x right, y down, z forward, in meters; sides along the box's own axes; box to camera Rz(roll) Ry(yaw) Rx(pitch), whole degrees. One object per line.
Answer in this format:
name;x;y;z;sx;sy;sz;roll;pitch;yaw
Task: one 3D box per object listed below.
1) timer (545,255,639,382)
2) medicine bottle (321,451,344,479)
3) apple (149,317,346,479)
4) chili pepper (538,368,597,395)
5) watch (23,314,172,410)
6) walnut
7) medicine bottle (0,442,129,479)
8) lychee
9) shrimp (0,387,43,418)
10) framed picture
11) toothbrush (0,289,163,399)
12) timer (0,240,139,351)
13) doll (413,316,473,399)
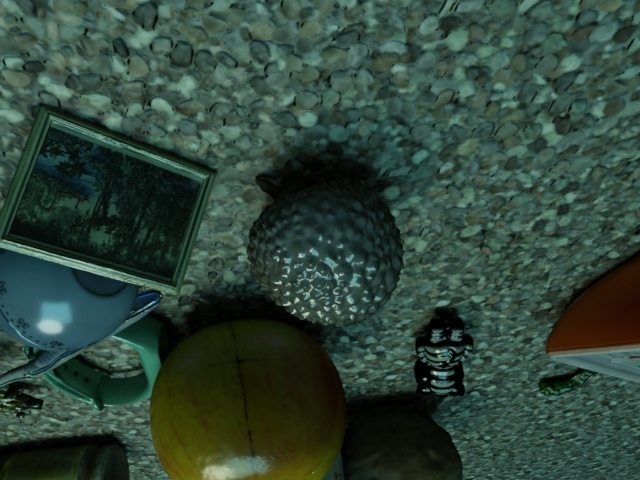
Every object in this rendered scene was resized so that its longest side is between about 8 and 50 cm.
timer;0.503;0.139;0.823;0.257;0.161;0.250;17;143;-25
medicine bottle;-0.049;0.446;0.995;0.190;0.332;0.190;-4;145;-3
apple;-0.099;0.246;0.803;0.286;0.233;0.286;-14;144;-10
chili pepper;0.473;0.267;1.061;0.118;0.035;0.055;-30;151;32
watch;-0.322;0.179;0.846;0.195;0.068;0.237;-1;139;-3
walnut;0.152;0.440;1.083;0.248;0.248;0.248;-3;140;-3
medicine bottle;-0.567;0.500;1.134;0.323;0.151;0.151;-7;140;3
lychee;0.000;0.000;0.611;0.165;0.197;0.165;-30;174;-4
shrimp;-0.556;0.229;0.898;0.217;0.051;0.150;16;129;-18
framed picture;-0.206;-0.036;0.561;0.183;0.142;0.011;20;169;-27
toothbrush;-0.354;0.152;0.754;0.413;0.035;0.042;-29;149;26
timer;-0.322;0.034;0.640;0.255;0.175;0.175;9;148;30
doll;0.199;0.196;0.925;0.091;0.067;0.219;-4;134;3
